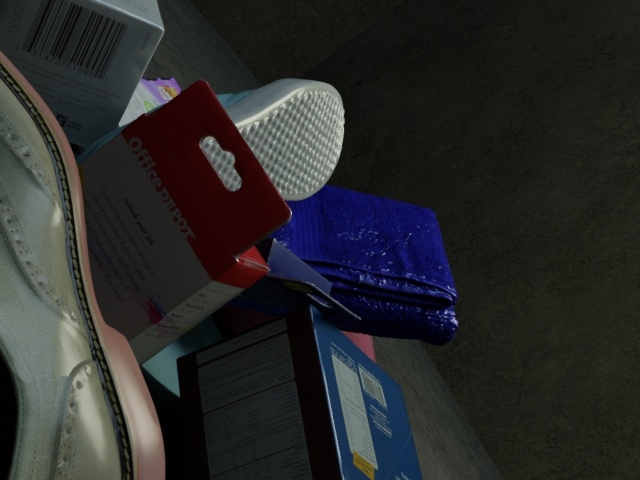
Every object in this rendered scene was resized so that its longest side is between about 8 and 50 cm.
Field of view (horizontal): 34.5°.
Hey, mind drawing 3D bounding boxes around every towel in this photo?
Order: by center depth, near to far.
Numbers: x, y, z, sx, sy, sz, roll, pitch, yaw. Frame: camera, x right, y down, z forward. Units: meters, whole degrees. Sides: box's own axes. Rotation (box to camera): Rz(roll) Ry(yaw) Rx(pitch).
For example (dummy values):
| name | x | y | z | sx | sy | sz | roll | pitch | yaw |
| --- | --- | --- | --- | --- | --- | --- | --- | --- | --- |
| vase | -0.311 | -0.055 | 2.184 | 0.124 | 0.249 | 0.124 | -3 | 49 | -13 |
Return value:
| name | x | y | z | sx | sy | sz | roll | pitch | yaw |
| --- | --- | --- | --- | --- | --- | --- | --- | --- | --- |
| towel | 0.000 | 0.000 | 1.143 | 0.308 | 0.076 | 0.228 | 13 | 38 | -14 |

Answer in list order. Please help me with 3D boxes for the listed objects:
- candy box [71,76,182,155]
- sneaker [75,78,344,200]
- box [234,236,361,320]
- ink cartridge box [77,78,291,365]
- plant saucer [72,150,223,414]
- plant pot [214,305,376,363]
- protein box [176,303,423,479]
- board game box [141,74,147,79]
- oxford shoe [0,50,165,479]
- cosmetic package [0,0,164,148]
| name | x | y | z | sx | sy | sz | roll | pitch | yaw |
| --- | --- | --- | --- | --- | --- | --- | --- | --- | --- |
| candy box | -0.207 | -0.109 | 1.247 | 0.165 | 0.070 | 0.196 | 59 | 22 | 3 |
| sneaker | -0.106 | -0.105 | 1.065 | 0.150 | 0.135 | 0.366 | 17 | 20 | 26 |
| box | -0.083 | 0.022 | 0.883 | 0.225 | 0.036 | 0.136 | 10 | -14 | 23 |
| ink cartridge box | -0.134 | 0.005 | 0.757 | 0.134 | 0.231 | 0.078 | 57 | 8 | 16 |
| plant saucer | -0.191 | 0.042 | 0.978 | 0.317 | 0.043 | 0.317 | 54 | 7 | -9 |
| plant pot | -0.019 | 0.103 | 1.290 | 0.201 | 0.201 | 0.180 | -92 | 161 | -77 |
| protein box | -0.007 | 0.201 | 0.884 | 0.200 | 0.136 | 0.201 | 46 | 26 | -50 |
| board game box | -0.301 | -0.217 | 1.452 | 0.208 | 0.056 | 0.347 | 47 | 10 | -24 |
| oxford shoe | -0.217 | 0.000 | 0.585 | 0.397 | 0.140 | 0.146 | 59 | 12 | 14 |
| cosmetic package | -0.262 | -0.212 | 1.028 | 0.151 | 0.151 | 0.184 | 19 | 28 | -26 |
